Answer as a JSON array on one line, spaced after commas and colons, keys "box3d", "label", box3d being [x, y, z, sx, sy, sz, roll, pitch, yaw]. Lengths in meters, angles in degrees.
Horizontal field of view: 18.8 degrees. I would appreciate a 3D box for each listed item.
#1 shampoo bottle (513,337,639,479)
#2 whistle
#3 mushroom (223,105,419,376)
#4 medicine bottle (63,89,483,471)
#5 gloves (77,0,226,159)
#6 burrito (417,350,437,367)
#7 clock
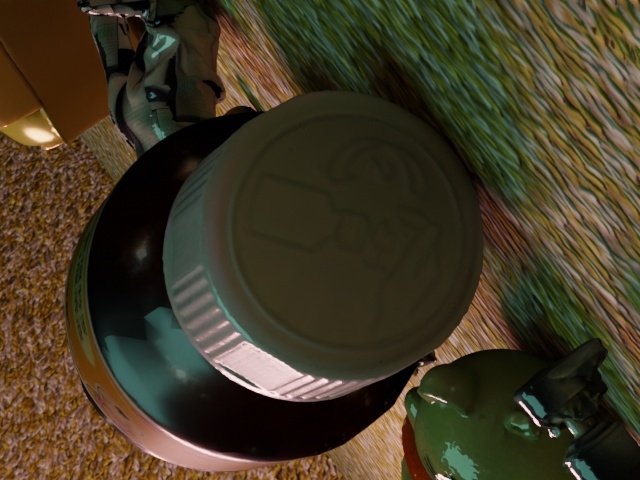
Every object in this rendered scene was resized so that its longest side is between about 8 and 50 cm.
[{"box3d": [0.207, 0.192, 1.003, 0.309, 0.098, 0.071, 53, 172, 5], "label": "shampoo bottle"}, {"box3d": [0.110, 0.135, 1.267, 0.131, 0.106, 0.288, 27, 167, 1], "label": "whistle"}, {"box3d": [-0.003, 0.001, 1.692, 0.306, 0.043, 0.068, 56, -163, -29], "label": "mushroom"}, {"box3d": [-0.031, 0.017, 1.242, 0.242, 0.242, 0.395, 53, 160, 3], "label": "medicine bottle"}, {"box3d": [-0.132, -0.165, 1.500, 0.127, 0.111, 0.212, 67, -166, -79], "label": "gloves"}, {"box3d": [0.025, 0.023, 1.507, 0.058, 0.063, 0.229, 6, 137, 43], "label": "burrito"}, {"box3d": [-0.284, -0.239, 1.783, 0.244, 0.200, 0.317, 62, 178, -28], "label": "clock"}]
